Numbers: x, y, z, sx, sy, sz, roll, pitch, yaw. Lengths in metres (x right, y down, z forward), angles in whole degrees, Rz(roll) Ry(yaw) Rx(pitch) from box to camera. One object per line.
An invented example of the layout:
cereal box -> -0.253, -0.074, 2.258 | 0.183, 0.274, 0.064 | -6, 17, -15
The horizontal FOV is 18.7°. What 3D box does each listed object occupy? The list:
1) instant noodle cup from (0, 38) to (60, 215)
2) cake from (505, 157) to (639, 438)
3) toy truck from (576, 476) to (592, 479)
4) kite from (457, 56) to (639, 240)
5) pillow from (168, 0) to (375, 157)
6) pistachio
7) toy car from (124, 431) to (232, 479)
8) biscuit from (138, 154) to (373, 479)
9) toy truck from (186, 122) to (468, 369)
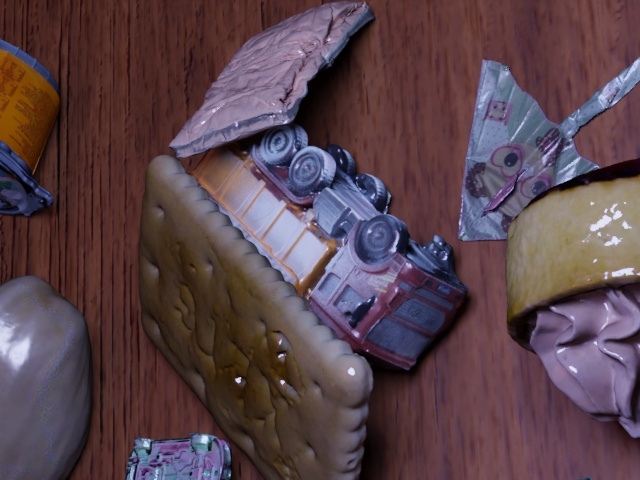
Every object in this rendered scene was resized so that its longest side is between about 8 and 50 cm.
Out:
instant noodle cup -> -0.336, -0.125, 1.921 | 0.125, 0.208, 0.177 | -65, 9, -21
cake -> 0.241, 0.053, 1.436 | 0.207, 0.185, 0.178 | -20, 63, 16
toy truck -> 0.186, 0.222, 1.501 | 0.083, 0.039, 0.044 | -40, 38, 14
kite -> 0.202, -0.090, 1.629 | 0.250, 0.012, 0.229 | -43, 55, 11
pillow -> -0.042, -0.148, 1.721 | 0.126, 0.043, 0.232 | -17, 24, 32
pistachio -> -0.285, 0.148, 1.792 | 0.137, 0.153, 0.238 | 32, 118, 48
toy car -> -0.123, 0.208, 1.707 | 0.142, 0.055, 0.069 | -10, 65, 46
biscuit -> -0.066, 0.092, 1.641 | 0.325, 0.044, 0.217 | 47, 143, 36
toy truck -> 0.000, 0.000, 1.665 | 0.135, 0.114, 0.270 | -54, 50, 10
